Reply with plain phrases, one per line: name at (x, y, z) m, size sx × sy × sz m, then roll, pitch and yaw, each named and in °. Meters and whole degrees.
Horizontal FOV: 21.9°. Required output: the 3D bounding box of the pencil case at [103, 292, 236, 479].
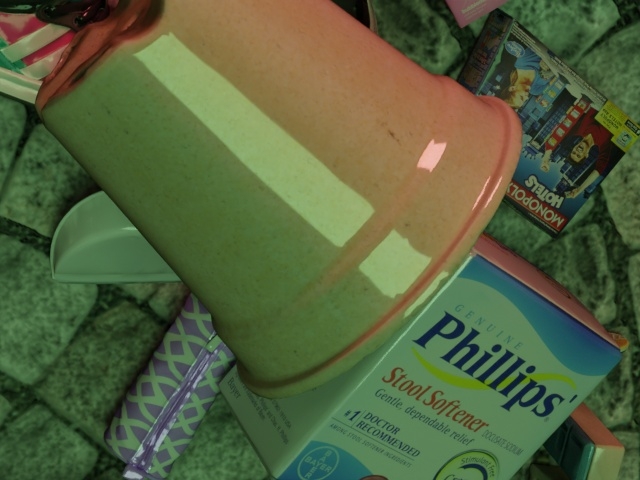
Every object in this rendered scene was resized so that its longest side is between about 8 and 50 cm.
pencil case at (-0.135, 0.141, 1.651) m, size 0.086 × 0.088 × 0.206 m, roll 28°, pitch 101°, yaw -23°

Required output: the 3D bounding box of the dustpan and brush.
dustpan and brush at (-0.178, -0.027, 1.559) m, size 0.147 × 0.211 × 0.060 m, roll 0°, pitch 66°, yaw -12°

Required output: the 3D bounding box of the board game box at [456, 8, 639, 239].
board game box at (0.191, -0.098, 1.670) m, size 0.194 × 0.060 × 0.194 m, roll 37°, pitch 97°, yaw -23°

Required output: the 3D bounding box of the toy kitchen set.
toy kitchen set at (0.206, 0.283, 1.774) m, size 0.166 × 0.122 × 0.207 m, roll 7°, pitch 107°, yaw -17°

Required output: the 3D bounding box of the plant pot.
plant pot at (-0.055, -0.092, 1.384) m, size 0.305 × 0.334 × 0.334 m, roll 43°, pitch 94°, yaw -19°

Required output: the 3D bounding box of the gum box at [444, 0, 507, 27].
gum box at (0.185, -0.301, 1.571) m, size 0.188 × 0.062 × 0.107 m, roll -30°, pitch 120°, yaw 7°

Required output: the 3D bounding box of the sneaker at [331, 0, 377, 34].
sneaker at (0.006, -0.160, 1.566) m, size 0.105 × 0.115 × 0.281 m, roll -14°, pitch 112°, yaw -10°

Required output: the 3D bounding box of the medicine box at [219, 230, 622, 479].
medicine box at (0.099, 0.128, 1.628) m, size 0.263 × 0.149 × 0.289 m, roll 31°, pitch 105°, yaw -40°

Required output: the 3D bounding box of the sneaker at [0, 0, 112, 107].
sneaker at (-0.212, -0.210, 1.493) m, size 0.295 × 0.124 × 0.178 m, roll 19°, pitch 112°, yaw -19°

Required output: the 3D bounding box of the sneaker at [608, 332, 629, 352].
sneaker at (0.295, 0.127, 1.798) m, size 0.083 × 0.032 × 0.037 m, roll -15°, pitch 126°, yaw -4°
